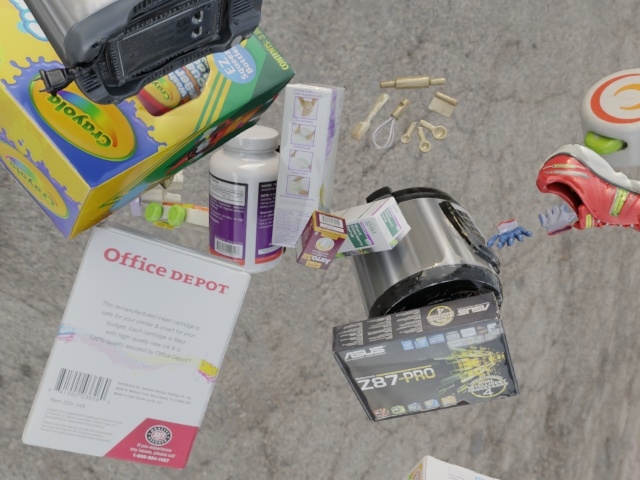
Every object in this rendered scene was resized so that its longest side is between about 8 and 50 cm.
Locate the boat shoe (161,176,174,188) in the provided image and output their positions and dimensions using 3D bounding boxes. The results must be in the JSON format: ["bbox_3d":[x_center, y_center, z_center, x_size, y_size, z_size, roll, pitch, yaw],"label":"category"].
[{"bbox_3d":[-0.438,-0.224,1.507,0.098,0.302,0.109,-44,95,-14],"label":"boat shoe"}]

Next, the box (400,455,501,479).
[{"bbox_3d":[0.151,0.395,0.728,0.103,0.114,0.203,-73,-177,-47],"label":"box"}]

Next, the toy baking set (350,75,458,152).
[{"bbox_3d":[0.205,-0.314,1.324,0.030,0.257,0.196,45,51,-74],"label":"toy baking set"}]

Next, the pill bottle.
[{"bbox_3d":[-0.168,-0.097,1.250,0.182,0.182,0.322,-17,123,-40],"label":"pill bottle"}]

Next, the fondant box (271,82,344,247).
[{"bbox_3d":[-0.023,-0.169,1.172,0.238,0.096,0.329,-63,159,-71],"label":"fondant box"}]

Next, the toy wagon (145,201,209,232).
[{"bbox_3d":[-0.360,-0.054,1.534,0.267,0.345,0.068,19,83,-47],"label":"toy wagon"}]

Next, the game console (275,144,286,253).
[{"bbox_3d":[-0.158,-0.110,1.638,0.214,0.044,0.360,-6,115,-3],"label":"game console"}]

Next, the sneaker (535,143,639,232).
[{"bbox_3d":[0.514,-0.054,0.963,0.118,0.279,0.107,-47,157,-7],"label":"sneaker"}]

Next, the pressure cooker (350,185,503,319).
[{"bbox_3d":[0.266,0.055,1.503,0.376,0.420,0.369,0,136,-15],"label":"pressure cooker"}]

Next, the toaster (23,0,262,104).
[{"bbox_3d":[-0.167,-0.224,0.464,0.227,0.129,0.146,-34,86,-18],"label":"toaster"}]

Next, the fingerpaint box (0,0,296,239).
[{"bbox_3d":[-0.312,-0.289,0.704,0.444,0.163,0.371,51,51,-4],"label":"fingerpaint box"}]

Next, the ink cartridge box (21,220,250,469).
[{"bbox_3d":[-0.260,0.149,0.787,0.226,0.131,0.305,20,88,-18],"label":"ink cartridge box"}]

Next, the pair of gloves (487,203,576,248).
[{"bbox_3d":[0.452,-0.033,1.139,0.023,0.198,0.159,65,24,-11],"label":"pair of gloves"}]

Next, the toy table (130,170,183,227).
[{"bbox_3d":[-0.550,-0.169,1.811,0.161,0.274,0.251,2,86,-16],"label":"toy table"}]

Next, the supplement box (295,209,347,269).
[{"bbox_3d":[0.000,0.000,0.841,0.055,0.043,0.083,14,131,-18],"label":"supplement box"}]

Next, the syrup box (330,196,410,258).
[{"bbox_3d":[0.097,-0.027,1.349,0.096,0.237,0.093,-43,110,-35],"label":"syrup box"}]

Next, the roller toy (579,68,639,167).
[{"bbox_3d":[0.680,-0.263,1.173,0.146,0.210,0.191,49,35,-47],"label":"roller toy"}]

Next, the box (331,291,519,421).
[{"bbox_3d":[0.264,0.299,1.327,0.097,0.396,0.318,-87,158,-51],"label":"box"}]
